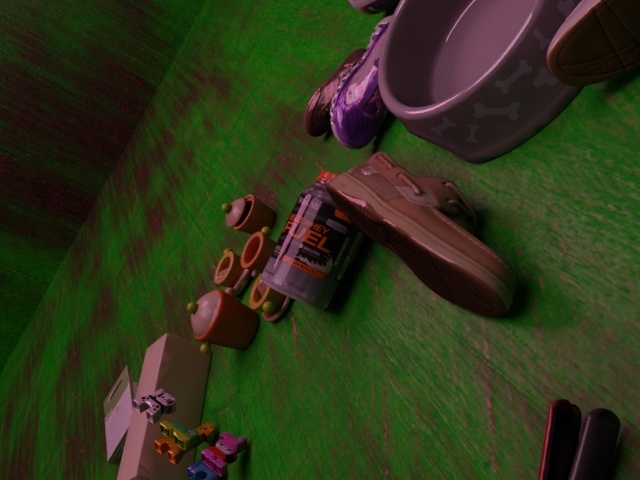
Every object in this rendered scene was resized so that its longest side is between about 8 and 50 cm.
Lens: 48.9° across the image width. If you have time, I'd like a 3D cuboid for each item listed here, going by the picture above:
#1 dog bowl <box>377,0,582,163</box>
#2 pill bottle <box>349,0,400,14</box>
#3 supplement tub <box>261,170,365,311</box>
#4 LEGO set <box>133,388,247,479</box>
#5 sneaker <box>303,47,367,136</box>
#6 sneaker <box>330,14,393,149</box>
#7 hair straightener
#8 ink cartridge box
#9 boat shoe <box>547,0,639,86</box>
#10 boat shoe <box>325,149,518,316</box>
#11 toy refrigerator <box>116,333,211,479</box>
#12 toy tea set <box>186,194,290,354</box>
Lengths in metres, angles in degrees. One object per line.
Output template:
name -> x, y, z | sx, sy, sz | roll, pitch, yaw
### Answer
dog bowl -> 0.211, -0.279, 0.927 | 0.348, 0.102, 0.349 | -36, 40, 39
pill bottle -> 0.134, -0.478, 1.254 | 0.193, 0.108, 0.108 | 3, 69, 60
supplement tub -> 0.000, 0.000, 1.052 | 0.117, 0.117, 0.191 | 19, 83, 63
LEGO set -> -0.198, 0.320, 1.146 | 0.227, 0.093, 0.087 | 23, 123, 37
sneaker -> 0.034, -0.264, 1.282 | 0.188, 0.066, 0.071 | -55, 29, 17
sneaker -> 0.098, -0.257, 1.125 | 0.237, 0.095, 0.104 | -63, 22, -1
hair straightener -> 0.203, 0.245, 0.557 | 0.089, 0.047, 0.231 | -6, 61, 59
ink cartridge box -> -0.401, 0.368, 1.483 | 0.109, 0.062, 0.209 | -58, 27, 9
boat shoe -> 0.347, -0.273, 0.722 | 0.277, 0.098, 0.096 | -39, 34, 22
boat shoe -> 0.127, -0.030, 0.852 | 0.110, 0.122, 0.341 | -41, 39, -6
toy refrigerator -> -0.282, 0.318, 1.277 | 0.094, 0.102, 0.270 | -37, 37, 40
toy tea set -> -0.162, 0.046, 1.285 | 0.200, 0.124, 0.336 | -50, 30, 24
